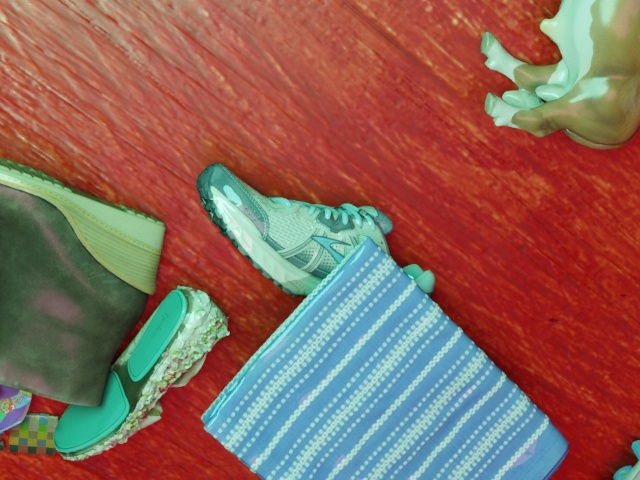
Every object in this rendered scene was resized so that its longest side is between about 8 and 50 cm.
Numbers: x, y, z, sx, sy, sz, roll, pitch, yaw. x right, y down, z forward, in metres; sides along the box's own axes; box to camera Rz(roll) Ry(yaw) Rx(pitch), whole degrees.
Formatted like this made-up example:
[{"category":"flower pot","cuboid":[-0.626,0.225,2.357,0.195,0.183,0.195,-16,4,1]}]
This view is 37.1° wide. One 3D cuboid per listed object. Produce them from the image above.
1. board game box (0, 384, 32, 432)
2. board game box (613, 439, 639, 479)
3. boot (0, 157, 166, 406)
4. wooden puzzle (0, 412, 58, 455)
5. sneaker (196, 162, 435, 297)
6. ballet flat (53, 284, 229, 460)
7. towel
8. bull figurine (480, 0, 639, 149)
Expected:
[{"category":"board game box","cuboid":[-0.375,0.161,0.955,0.168,0.033,0.133,-25,116,-9]},{"category":"board game box","cuboid":[0.443,0.474,1.209,0.390,0.050,0.390,28,105,-16]},{"category":"boot","cuboid":[-0.286,0.040,0.914,0.248,0.090,0.207,23,93,-23]},{"category":"wooden puzzle","cuboid":[-0.314,0.210,1.040,0.083,0.006,0.049,7,110,-9]},{"category":"sneaker","cuboid":[0.000,0.000,0.956,0.283,0.110,0.122,40,90,-25]},{"category":"ballet flat","cuboid":[-0.180,0.150,0.995,0.241,0.091,0.077,-47,134,16]},{"category":"towel","cuboid":[0.078,0.194,0.939,0.243,0.040,0.336,-47,109,-6]},{"category":"bull figurine","cuboid":[0.258,-0.234,0.882,0.188,0.101,0.310,4,109,-4]}]
